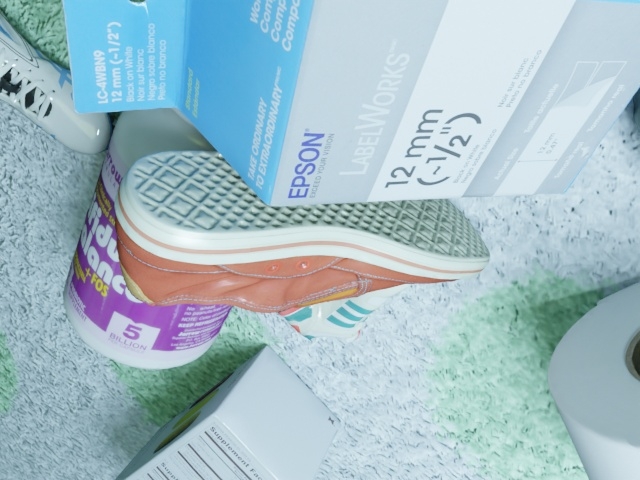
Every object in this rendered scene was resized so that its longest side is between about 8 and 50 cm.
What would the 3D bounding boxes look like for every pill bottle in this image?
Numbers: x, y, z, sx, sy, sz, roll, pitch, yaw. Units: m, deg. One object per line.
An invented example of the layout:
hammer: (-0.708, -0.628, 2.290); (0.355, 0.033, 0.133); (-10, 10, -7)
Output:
pill bottle: (-0.126, -0.033, 0.586); (0.169, 0.169, 0.301); (33, 120, 6)

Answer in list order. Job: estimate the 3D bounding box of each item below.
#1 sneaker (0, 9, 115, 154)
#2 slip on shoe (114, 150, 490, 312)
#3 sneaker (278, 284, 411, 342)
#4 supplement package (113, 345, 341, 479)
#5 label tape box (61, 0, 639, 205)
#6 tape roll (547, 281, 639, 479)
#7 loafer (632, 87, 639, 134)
sneaker: (-0.321, -0.171, 0.655); (0.237, 0.086, 0.085); (41, 119, 0)
slip on shoe: (0.000, 0.000, 0.495); (0.101, 0.331, 0.123); (-59, 44, 38)
sneaker: (0.035, 0.063, 0.637); (0.161, 0.057, 0.075); (-21, 120, 27)
supplement package: (-0.118, 0.260, 0.730); (0.134, 0.139, 0.244); (47, 120, -4)
label tape box: (0.036, -0.139, 0.355); (0.348, 0.115, 0.249); (-5, 142, -20)
tape roll: (0.311, 0.136, 0.438); (0.246, 0.246, 0.169); (-21, 103, 28)
loafer: (0.258, -0.158, 0.439); (0.096, 0.084, 0.267); (-2, 111, 57)
